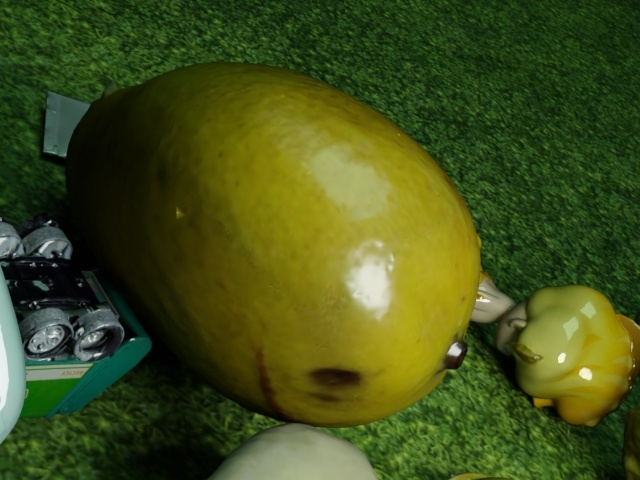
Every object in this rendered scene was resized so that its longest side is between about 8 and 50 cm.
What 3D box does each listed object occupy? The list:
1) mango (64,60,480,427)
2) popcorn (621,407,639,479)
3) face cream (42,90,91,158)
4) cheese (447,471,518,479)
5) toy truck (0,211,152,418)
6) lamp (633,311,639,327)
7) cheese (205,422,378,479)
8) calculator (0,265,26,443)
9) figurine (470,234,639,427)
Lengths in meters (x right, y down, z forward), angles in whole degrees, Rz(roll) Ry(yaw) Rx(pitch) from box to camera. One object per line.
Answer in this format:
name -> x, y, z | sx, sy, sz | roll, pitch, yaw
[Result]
mango -> -0.065, -0.011, 1.122 | 0.445, 0.220, 0.301 | 24, -24, 47
popcorn -> 0.405, 0.217, 1.333 | 0.276, 0.225, 0.276 | 23, 27, -13
face cream -> -0.146, -0.079, 1.391 | 0.243, 0.058, 0.092 | 16, 37, -21
cheese -> 0.120, 0.245, 1.153 | 0.250, 0.064, 0.157 | 4, 38, -30
toy truck -> -0.234, 0.057, 0.997 | 0.253, 0.124, 0.114 | 1, 42, -44
lamp -> 0.414, 0.143, 1.626 | 0.091, 0.091, 0.163 | 1, 56, -47
cheese -> 0.017, 0.287, 0.898 | 0.328, 0.130, 0.351 | 38, 29, 12
calculator -> -0.270, 0.055, 0.845 | 0.184, 0.295, 0.042 | -19, 10, -21
figurine -> 0.211, 0.086, 1.459 | 0.246, 0.131, 0.156 | 32, 10, 20
